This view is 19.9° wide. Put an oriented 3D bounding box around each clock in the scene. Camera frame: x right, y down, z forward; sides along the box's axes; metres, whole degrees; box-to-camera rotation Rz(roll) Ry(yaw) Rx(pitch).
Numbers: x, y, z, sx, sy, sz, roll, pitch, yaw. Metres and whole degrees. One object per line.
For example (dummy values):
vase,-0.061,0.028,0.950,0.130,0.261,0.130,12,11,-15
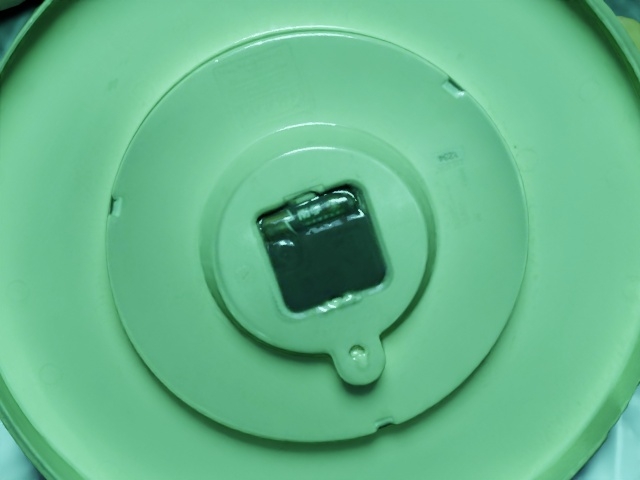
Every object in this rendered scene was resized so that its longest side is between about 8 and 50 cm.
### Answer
clock,0.000,0.000,0.585,0.235,0.029,0.235,-1,105,-4

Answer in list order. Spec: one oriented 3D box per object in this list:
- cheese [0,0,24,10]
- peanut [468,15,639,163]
cheese,-0.198,-0.217,0.671,0.332,0.153,0.292,-32,72,-13
peanut,0.032,-0.034,0.640,0.194,0.083,0.093,-8,74,-5
